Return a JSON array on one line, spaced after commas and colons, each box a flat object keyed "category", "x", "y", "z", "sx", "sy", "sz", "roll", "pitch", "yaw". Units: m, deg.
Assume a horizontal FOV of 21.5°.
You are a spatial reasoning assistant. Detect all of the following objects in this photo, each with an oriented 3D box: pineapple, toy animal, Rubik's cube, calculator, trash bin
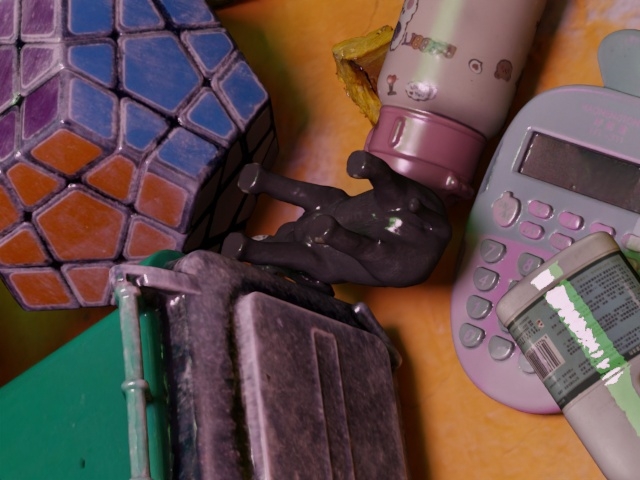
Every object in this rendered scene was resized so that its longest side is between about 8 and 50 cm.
[{"category": "pineapple", "x": 0.065, "y": -0.152, "z": 1.391, "sx": 0.114, "sy": 0.077, "sz": 0.114, "roll": -40, "pitch": 57, "yaw": 1}, {"category": "toy animal", "x": -0.009, "y": -0.003, "z": 1.298, "sx": 0.269, "sy": 0.137, "sz": 0.082, "roll": -13, "pitch": 61, "yaw": 50}, {"category": "Rubik's cube", "x": -0.189, "y": -0.086, "z": 1.426, "sx": 0.264, "sy": 0.319, "sz": 0.319, "roll": -37, "pitch": 50, "yaw": 53}, {"category": "calculator", "x": 0.197, "y": -0.014, "z": 1.256, "sx": 0.185, "sy": 0.041, "sz": 0.299, "roll": 21, "pitch": 88, "yaw": 40}, {"category": "trash bin", "x": -0.145, "y": 0.192, "z": 1.283, "sx": 0.381, "sy": 0.295, "sz": 0.259, "roll": -28, "pitch": 57, "yaw": 32}]

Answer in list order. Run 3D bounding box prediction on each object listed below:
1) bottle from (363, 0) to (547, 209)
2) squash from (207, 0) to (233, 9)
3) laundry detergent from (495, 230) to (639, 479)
[{"category": "bottle", "x": 0.105, "y": -0.138, "z": 1.325, "sx": 0.110, "sy": 0.110, "sz": 0.233, "roll": 18, "pitch": 88, "yaw": 40}, {"category": "squash", "x": -0.114, "y": -0.267, "z": 1.577, "sx": 0.192, "sy": 0.085, "sz": 0.184, "roll": 0, "pitch": 44, "yaw": 35}, {"category": "laundry detergent", "x": 0.218, "y": 0.109, "z": 1.151, "sx": 0.099, "sy": 0.070, "sz": 0.225, "roll": -35, "pitch": 72, "yaw": 7}]
